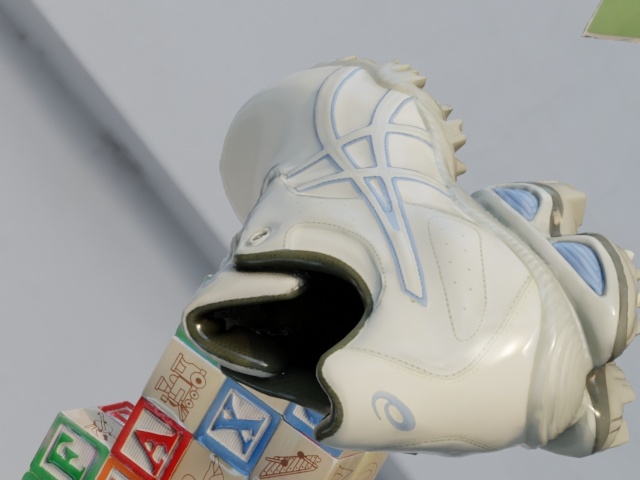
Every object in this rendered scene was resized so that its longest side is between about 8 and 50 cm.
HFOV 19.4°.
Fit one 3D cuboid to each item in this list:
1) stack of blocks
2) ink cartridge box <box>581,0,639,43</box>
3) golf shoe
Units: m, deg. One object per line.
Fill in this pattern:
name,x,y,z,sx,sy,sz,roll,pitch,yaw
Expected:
stack of blocks,-0.087,0.166,1.141,0.297,0.171,0.087,-60,-21,14
ink cartridge box,0.237,-0.204,0.947,0.235,0.171,0.056,-61,42,36
golf shoe,0.000,0.000,0.456,0.086,0.069,0.176,-10,22,-24
